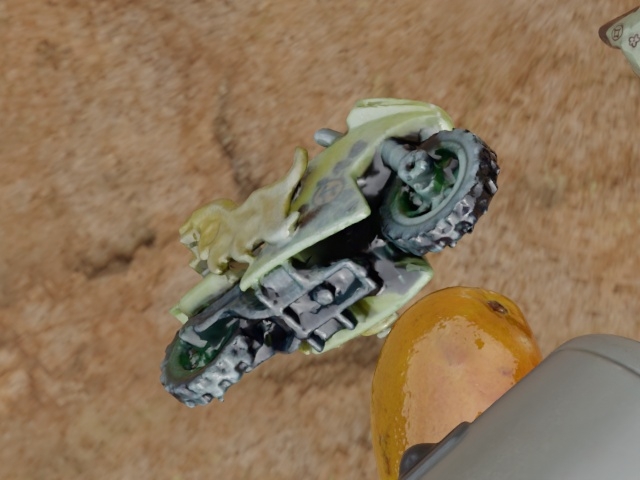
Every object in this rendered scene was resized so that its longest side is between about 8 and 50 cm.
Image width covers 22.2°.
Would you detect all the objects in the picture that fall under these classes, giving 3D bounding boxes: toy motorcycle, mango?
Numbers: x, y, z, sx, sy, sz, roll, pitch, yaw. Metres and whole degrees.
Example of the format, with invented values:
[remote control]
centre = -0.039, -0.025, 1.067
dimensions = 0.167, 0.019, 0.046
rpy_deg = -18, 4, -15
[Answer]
[toy motorcycle]
centre = 0.000, 0.000, 1.602
dimensions = 0.410, 0.237, 0.169
rpy_deg = -35, 117, 21
[mango]
centre = 0.092, 0.141, 1.167
dimensions = 0.141, 0.102, 0.217
rpy_deg = 6, 89, 32

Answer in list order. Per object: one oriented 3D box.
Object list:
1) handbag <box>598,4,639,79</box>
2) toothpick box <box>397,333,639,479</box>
[handbag]
centre = 0.406, -0.176, 1.577
dimensions = 0.213, 0.127, 0.235
rpy_deg = -34, 71, 21
[toothpick box]
centre = 0.075, 0.205, 0.771
dimensions = 0.316, 0.229, 0.229
rpy_deg = -38, 94, -16
